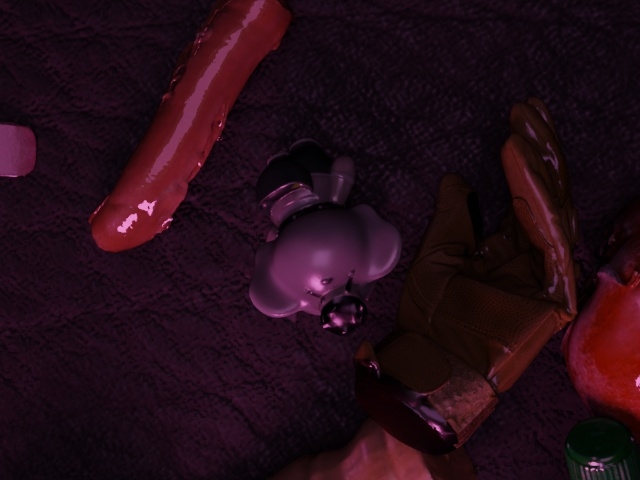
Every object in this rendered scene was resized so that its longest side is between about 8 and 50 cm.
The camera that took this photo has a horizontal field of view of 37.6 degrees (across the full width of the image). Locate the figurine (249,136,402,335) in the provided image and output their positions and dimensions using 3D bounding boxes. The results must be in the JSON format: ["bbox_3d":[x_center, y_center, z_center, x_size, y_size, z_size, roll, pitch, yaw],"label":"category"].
[{"bbox_3d":[0.000,0.000,0.851,0.147,0.126,0.192,-25,56,15],"label":"figurine"}]

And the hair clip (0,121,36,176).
[{"bbox_3d":[-0.351,-0.093,0.932,0.137,0.022,0.054,4,94,4],"label":"hair clip"}]

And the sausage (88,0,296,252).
[{"bbox_3d":[-0.124,-0.116,0.890,0.078,0.078,0.304,31,92,3],"label":"sausage"}]

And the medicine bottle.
[{"bbox_3d":[0.260,0.274,0.799,0.111,0.076,0.309,-7,121,23],"label":"medicine bottle"}]

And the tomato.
[{"bbox_3d":[0.310,0.070,0.783,0.188,0.232,0.232,24,92,12],"label":"tomato"}]

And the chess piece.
[{"bbox_3d":[-0.004,0.261,0.873,0.300,0.137,0.137,-31,88,17],"label":"chess piece"}]

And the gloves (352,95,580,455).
[{"bbox_3d":[0.148,0.026,0.808,0.141,0.154,0.331,35,66,-4],"label":"gloves"}]
